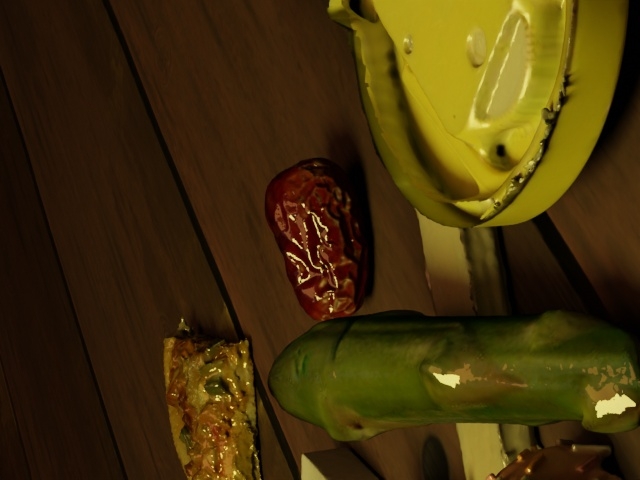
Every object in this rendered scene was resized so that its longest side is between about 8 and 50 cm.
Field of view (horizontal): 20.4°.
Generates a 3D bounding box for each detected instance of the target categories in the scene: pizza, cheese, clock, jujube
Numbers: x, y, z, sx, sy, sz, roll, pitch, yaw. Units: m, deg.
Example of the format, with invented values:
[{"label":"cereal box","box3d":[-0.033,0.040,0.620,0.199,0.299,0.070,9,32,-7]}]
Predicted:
[{"label":"pizza","box3d":[-0.109,0.171,1.742,0.197,0.058,0.292,108,151,-45]},{"label":"cheese","box3d":[0.100,0.042,1.176,0.085,0.034,0.400,129,134,-68]},{"label":"clock","box3d":[0.102,-0.150,1.067,0.277,0.071,0.293,113,147,-44]},{"label":"jujube","box3d":[0.000,0.000,1.385,0.077,0.077,0.129,150,109,-68]}]

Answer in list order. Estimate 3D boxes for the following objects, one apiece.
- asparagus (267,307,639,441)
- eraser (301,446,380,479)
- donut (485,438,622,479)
[{"label":"asparagus","box3d":[0.093,0.078,1.072,0.343,0.085,0.082,-9,89,52]},{"label":"eraser","box3d":[0.014,0.283,1.439,0.092,0.046,0.212,-145,53,-65]},{"label":"donut","box3d":[0.128,0.187,1.005,0.065,0.117,0.166,99,157,-43]}]
